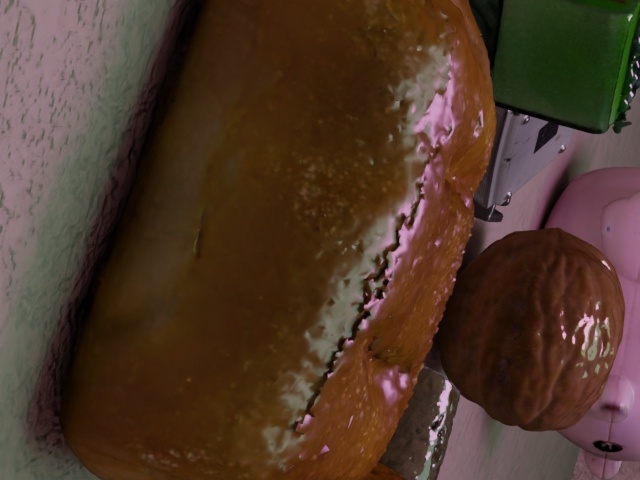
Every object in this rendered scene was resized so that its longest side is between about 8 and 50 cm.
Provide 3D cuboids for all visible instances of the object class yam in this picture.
[{"bbox_3d":[0.077,0.206,1.450,0.078,0.078,0.179,39,66,-72],"label":"yam"}]

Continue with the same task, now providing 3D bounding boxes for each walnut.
[{"bbox_3d":[0.221,0.087,1.603,0.213,0.213,0.213,18,90,-73],"label":"walnut"}]

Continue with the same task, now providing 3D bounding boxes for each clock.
[{"bbox_3d":[0.395,0.100,2.056,0.368,0.251,0.376,78,27,-61],"label":"clock"}]

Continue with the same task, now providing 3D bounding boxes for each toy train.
[{"bbox_3d":[0.166,-0.189,1.126,0.243,0.188,0.132,-55,157,-47],"label":"toy train"}]

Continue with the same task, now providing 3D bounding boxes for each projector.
[{"bbox_3d":[0.166,-0.105,1.259,0.115,0.061,0.147,-41,158,-22],"label":"projector"}]

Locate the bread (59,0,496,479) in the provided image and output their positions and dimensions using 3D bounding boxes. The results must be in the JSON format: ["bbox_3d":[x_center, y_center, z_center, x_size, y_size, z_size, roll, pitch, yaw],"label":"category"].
[{"bbox_3d":[0.008,0.003,0.883,0.328,0.148,0.337,43,67,-72],"label":"bread"}]

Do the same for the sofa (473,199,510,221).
[{"bbox_3d":[0.175,-0.091,1.475,0.085,0.060,0.147,-1,108,-73],"label":"sofa"}]

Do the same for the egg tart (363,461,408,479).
[{"bbox_3d":[-0.005,0.227,1.079,0.202,0.147,0.202,18,90,-71],"label":"egg tart"}]
